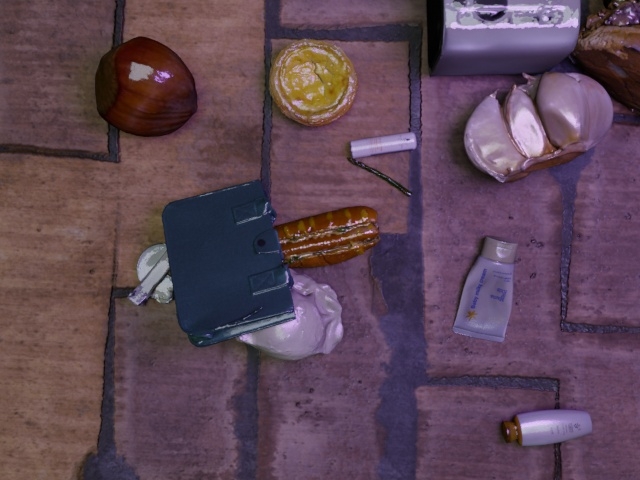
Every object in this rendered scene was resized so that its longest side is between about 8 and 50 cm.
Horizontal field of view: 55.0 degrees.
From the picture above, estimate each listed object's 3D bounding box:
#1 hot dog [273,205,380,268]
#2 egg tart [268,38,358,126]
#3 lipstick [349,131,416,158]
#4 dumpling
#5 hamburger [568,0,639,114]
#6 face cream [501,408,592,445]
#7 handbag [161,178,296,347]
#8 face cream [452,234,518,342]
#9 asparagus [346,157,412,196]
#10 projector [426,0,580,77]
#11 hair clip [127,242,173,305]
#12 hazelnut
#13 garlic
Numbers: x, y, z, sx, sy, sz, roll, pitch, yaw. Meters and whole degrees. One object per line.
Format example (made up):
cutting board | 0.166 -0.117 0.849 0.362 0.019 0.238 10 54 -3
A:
hot dog | 0.000 0.000 1.321 0.268 0.072 0.115 -16 98 4
egg tart | -0.014 -0.332 1.310 0.191 0.074 0.191 0 92 2
lipstick | 0.135 -0.205 1.322 0.141 0.040 0.040 -8 91 2
dumpling | -0.068 0.153 1.289 0.258 0.147 0.193 5 81 -21
hamburger | 0.623 -0.364 1.158 0.277 0.318 0.195 39 102 8
face cream | 0.482 0.398 1.311 0.182 0.051 0.072 -8 89 2
handbag | -0.188 0.038 1.249 0.238 0.089 0.326 -17 59 0
face cream | 0.362 0.105 1.311 0.114 0.070 0.224 12 101 3
asparagus | 0.129 -0.142 1.336 0.162 0.016 0.016 30 112 1
projector | 0.342 -0.464 1.200 0.249 0.248 0.249 -1 91 3
hair clip | -0.353 0.071 1.353 0.116 0.049 0.172 39 91 -3
hazelnut | -0.365 -0.324 1.289 0.210 0.210 0.186 -38 66 3
garlic | 0.436 -0.239 1.243 0.281 0.184 0.203 -23 81 24
